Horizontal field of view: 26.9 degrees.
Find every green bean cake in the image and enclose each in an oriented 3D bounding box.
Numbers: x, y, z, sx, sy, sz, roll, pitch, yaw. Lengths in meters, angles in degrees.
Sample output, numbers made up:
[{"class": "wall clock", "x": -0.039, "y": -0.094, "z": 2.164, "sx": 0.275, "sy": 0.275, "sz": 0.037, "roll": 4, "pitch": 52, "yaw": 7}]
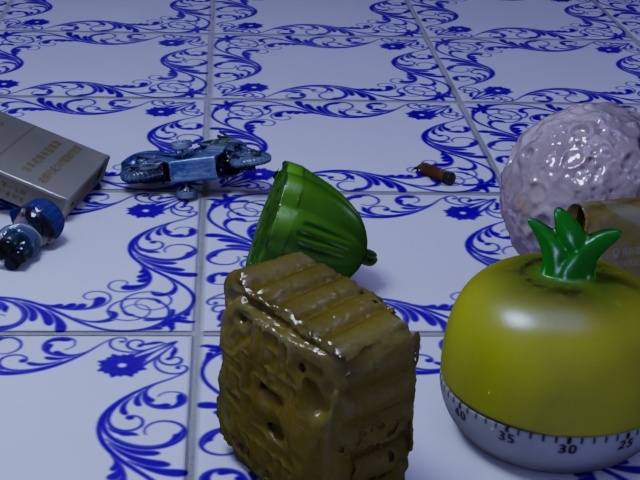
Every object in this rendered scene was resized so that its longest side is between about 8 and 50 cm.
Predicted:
[{"class": "green bean cake", "x": -0.009, "y": 0.151, "z": 1.378, "sx": 0.131, "sy": 0.224, "sz": 0.230, "roll": -16, "pitch": 33, "yaw": -36}]

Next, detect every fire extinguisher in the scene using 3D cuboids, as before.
[{"class": "fire extinguisher", "x": 0.190, "y": -0.114, "z": 2.257, "sx": 0.083, "sy": 0.022, "sz": 0.028, "roll": 25, "pitch": 63, "yaw": 43}]

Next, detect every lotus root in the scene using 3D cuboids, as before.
[{"class": "lotus root", "x": 0.000, "y": 0.000, "z": 1.828, "sx": 0.186, "sy": 0.186, "sz": 0.186, "roll": 2, "pitch": 23, "yaw": -1}]

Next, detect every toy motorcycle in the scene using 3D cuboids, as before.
[{"class": "toy motorcycle", "x": -0.203, "y": -0.127, "z": 2.174, "sx": 0.254, "sy": 0.092, "sz": 0.135, "roll": -6, "pitch": 14, "yaw": 4}]

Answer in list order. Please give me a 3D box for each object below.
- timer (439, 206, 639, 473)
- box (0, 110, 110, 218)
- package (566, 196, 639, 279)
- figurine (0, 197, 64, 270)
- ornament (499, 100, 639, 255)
[{"class": "timer", "x": 0.266, "y": 0.091, "z": 1.478, "sx": 0.285, "sy": 0.285, "sz": 0.285, "roll": 2, "pitch": 23, "yaw": -1}, {"class": "box", "x": -0.536, "y": -0.151, "z": 2.114, "sx": 0.365, "sy": 0.051, "sz": 0.204, "roll": 23, "pitch": 26, "yaw": 1}, {"class": "package", "x": 0.442, "y": 0.047, "z": 1.731, "sx": 0.311, "sy": 0.221, "sz": 0.165, "roll": -6, "pitch": 4, "yaw": -20}, {"class": "figurine", "x": -0.417, "y": -0.015, "z": 1.913, "sx": 0.077, "sy": 0.079, "sz": 0.136, "roll": 43, "pitch": 17, "yaw": -10}, {"class": "ornament", "x": 0.376, "y": -0.057, "z": 1.857, "sx": 0.259, "sy": 0.259, "sz": 0.225, "roll": -1, "pitch": 54, "yaw": -7}]
